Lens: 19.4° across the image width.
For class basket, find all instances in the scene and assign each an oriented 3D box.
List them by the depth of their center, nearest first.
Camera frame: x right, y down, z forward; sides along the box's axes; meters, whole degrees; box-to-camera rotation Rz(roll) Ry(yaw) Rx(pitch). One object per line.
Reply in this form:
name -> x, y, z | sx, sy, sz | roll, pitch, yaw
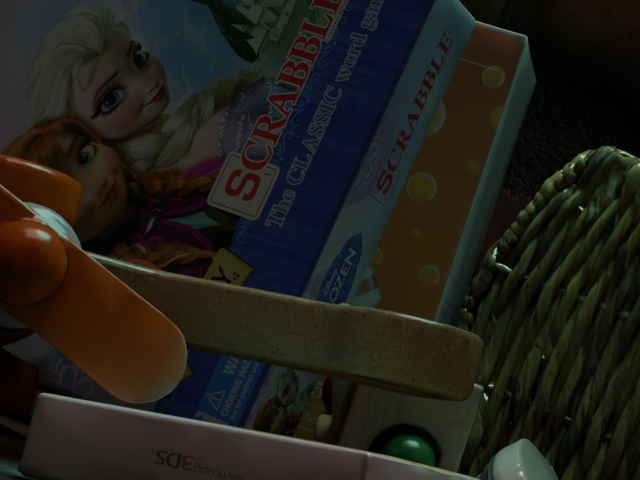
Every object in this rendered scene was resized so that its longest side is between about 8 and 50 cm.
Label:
basket -> 0.211, 0.096, 1.405 | 0.213, 0.299, 0.223 | 23, 0, 14

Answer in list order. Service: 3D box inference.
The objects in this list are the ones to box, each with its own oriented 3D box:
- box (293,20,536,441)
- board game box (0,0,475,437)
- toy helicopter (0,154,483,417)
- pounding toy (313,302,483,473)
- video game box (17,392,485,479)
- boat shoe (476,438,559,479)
box -> 0.000, 0.000, 1.343 | 0.215, 0.345, 0.168 | 18, -3, 9
board game box -> -0.106, -0.048, 1.190 | 0.318, 0.319, 0.066 | 18, -10, 31
toy helicopter -> -0.093, 0.028, 0.973 | 0.355, 0.140, 0.235 | 10, -11, 13
pounding toy -> 0.030, 0.111, 1.105 | 0.100, 0.130, 0.141 | 19, -2, -6
video game box -> -0.007, 0.120, 0.892 | 0.205, 0.048, 0.187 | 5, -8, 39
boat shoe -> 0.105, 0.167, 1.041 | 0.079, 0.081, 0.227 | 62, 4, 14
